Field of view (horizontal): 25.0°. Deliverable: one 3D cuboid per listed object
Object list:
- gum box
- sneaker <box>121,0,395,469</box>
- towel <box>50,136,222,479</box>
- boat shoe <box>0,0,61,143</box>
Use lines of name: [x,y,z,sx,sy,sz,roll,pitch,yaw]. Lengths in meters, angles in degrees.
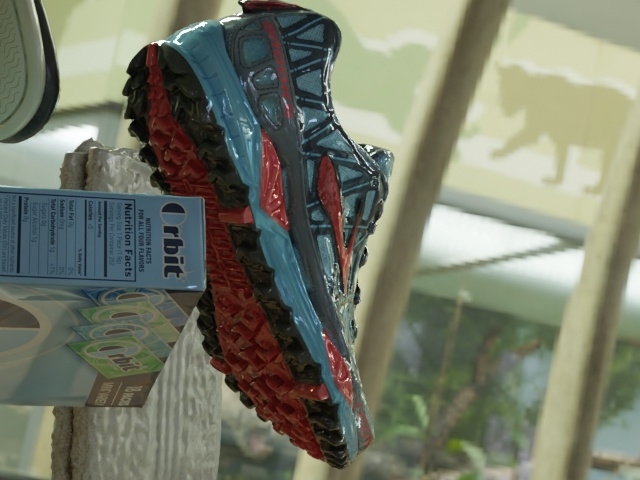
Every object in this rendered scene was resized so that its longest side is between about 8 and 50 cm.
gum box: [-0.149,0.025,0.563,0.184,0.041,0.157,3,-23,-14]
sneaker: [0.000,0.000,0.748,0.125,0.261,0.104,-32,32,-27]
towel: [-0.139,0.069,1.115,0.049,0.282,0.187,0,-5,29]
boat shoe: [-0.174,-0.143,0.720,0.084,0.233,0.079,-39,-29,20]
